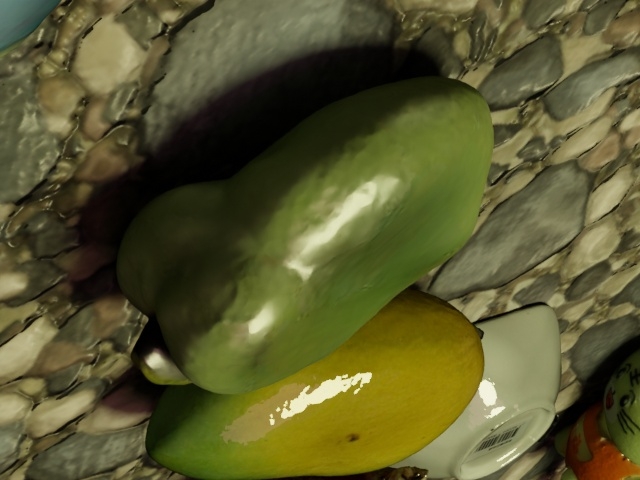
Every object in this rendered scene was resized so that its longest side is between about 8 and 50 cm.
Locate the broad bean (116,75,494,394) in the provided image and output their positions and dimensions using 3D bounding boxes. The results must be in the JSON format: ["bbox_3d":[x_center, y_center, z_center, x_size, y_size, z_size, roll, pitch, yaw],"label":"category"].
[{"bbox_3d":[0.000,0.000,0.710,0.228,0.100,0.169,-35,158,-5],"label":"broad bean"}]

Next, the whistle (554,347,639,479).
[{"bbox_3d":[0.285,0.190,1.266,0.106,0.131,0.288,12,136,-15],"label":"whistle"}]

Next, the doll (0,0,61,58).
[{"bbox_3d":[-0.130,-0.082,0.443,0.241,0.135,0.099,-40,133,19],"label":"doll"}]

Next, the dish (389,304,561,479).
[{"bbox_3d":[0.127,0.136,1.070,0.191,0.066,0.190,-26,149,-17],"label":"dish"}]

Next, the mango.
[{"bbox_3d":[0.006,0.089,0.852,0.237,0.091,0.137,0,129,-46],"label":"mango"}]

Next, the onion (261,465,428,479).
[{"bbox_3d":[0.004,0.206,0.955,0.159,0.159,0.195,1,140,-47],"label":"onion"}]
